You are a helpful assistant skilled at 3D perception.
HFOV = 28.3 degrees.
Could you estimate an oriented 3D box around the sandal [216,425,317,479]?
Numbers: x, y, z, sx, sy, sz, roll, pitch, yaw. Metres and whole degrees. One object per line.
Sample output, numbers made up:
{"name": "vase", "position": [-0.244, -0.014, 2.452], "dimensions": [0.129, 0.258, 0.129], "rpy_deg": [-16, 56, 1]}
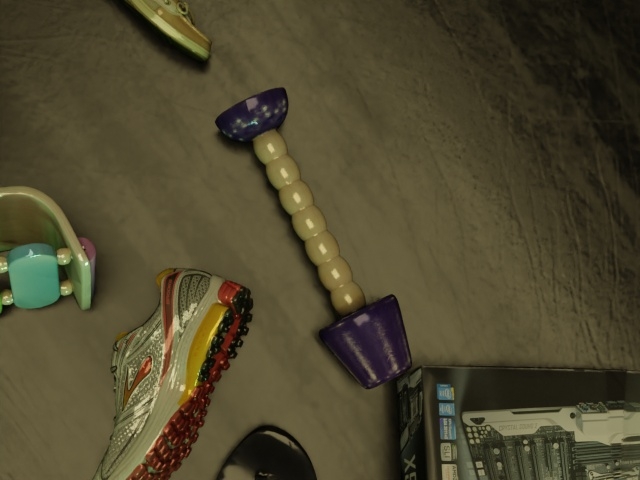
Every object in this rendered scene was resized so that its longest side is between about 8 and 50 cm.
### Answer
{"name": "sandal", "position": [-0.068, 0.289, 1.103], "dimensions": [0.097, 0.054, 0.254], "rpy_deg": [20, 84, -3]}

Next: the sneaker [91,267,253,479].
{"name": "sneaker", "position": [-0.144, 0.128, 1.107], "dimensions": [0.092, 0.088, 0.225], "rpy_deg": [24, 83, 18]}

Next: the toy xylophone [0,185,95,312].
{"name": "toy xylophone", "position": [-0.346, 0.019, 1.021], "dimensions": [0.322, 0.236, 0.081], "rpy_deg": [-13, 69, -6]}

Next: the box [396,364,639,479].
{"name": "box", "position": [0.194, 0.264, 1.071], "dimensions": [0.242, 0.076, 0.307], "rpy_deg": [4, 72, -15]}

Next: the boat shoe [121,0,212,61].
{"name": "boat shoe", "position": [-0.151, -0.223, 1.142], "dimensions": [0.153, 0.056, 0.048], "rpy_deg": [41, 87, 7]}

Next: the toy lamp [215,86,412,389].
{"name": "toy lamp", "position": [0.000, 0.000, 1.125], "dimensions": [0.080, 0.080, 0.275], "rpy_deg": [-25, 87, -7]}
